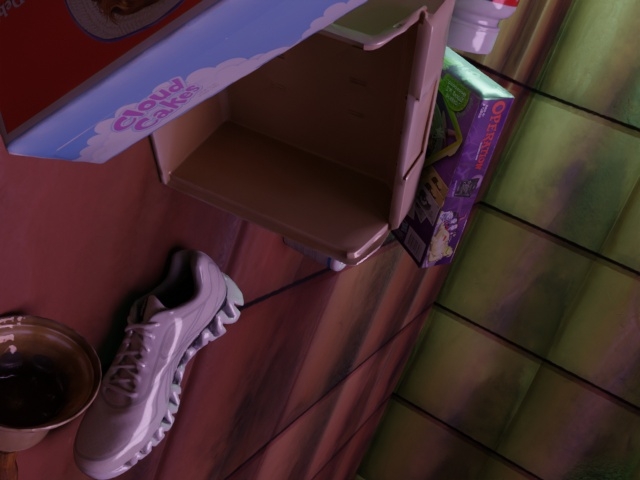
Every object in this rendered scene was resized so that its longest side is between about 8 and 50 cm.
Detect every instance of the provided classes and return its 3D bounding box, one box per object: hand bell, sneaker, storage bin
[{"bbox_3d":[-0.307,0.199,0.627,0.126,0.126,0.242,-33,157,-55],"label":"hand bell"},{"bbox_3d":[-0.207,0.137,0.774,0.292,0.110,0.118,-62,155,-28],"label":"sneaker"},{"bbox_3d":[-0.033,-0.134,0.609,0.123,0.261,0.262,-54,159,-34],"label":"storage bin"}]

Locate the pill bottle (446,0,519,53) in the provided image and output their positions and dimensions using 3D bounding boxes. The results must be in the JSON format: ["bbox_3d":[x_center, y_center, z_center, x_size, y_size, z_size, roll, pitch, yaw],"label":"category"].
[{"bbox_3d":[0.274,-0.470,1.079,0.161,0.161,0.283,-32,144,-55],"label":"pill bottle"}]

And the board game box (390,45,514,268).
[{"bbox_3d":[0.074,-0.155,0.766,0.056,0.346,0.208,-11,133,-22],"label":"board game box"}]

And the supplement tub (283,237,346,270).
[{"bbox_3d":[0.000,0.000,1.087,0.071,0.107,0.071,-52,158,-30],"label":"supplement tub"}]

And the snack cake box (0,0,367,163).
[{"bbox_3d":[-0.086,-0.172,0.381,0.265,0.152,0.089,-25,172,20],"label":"snack cake box"}]
